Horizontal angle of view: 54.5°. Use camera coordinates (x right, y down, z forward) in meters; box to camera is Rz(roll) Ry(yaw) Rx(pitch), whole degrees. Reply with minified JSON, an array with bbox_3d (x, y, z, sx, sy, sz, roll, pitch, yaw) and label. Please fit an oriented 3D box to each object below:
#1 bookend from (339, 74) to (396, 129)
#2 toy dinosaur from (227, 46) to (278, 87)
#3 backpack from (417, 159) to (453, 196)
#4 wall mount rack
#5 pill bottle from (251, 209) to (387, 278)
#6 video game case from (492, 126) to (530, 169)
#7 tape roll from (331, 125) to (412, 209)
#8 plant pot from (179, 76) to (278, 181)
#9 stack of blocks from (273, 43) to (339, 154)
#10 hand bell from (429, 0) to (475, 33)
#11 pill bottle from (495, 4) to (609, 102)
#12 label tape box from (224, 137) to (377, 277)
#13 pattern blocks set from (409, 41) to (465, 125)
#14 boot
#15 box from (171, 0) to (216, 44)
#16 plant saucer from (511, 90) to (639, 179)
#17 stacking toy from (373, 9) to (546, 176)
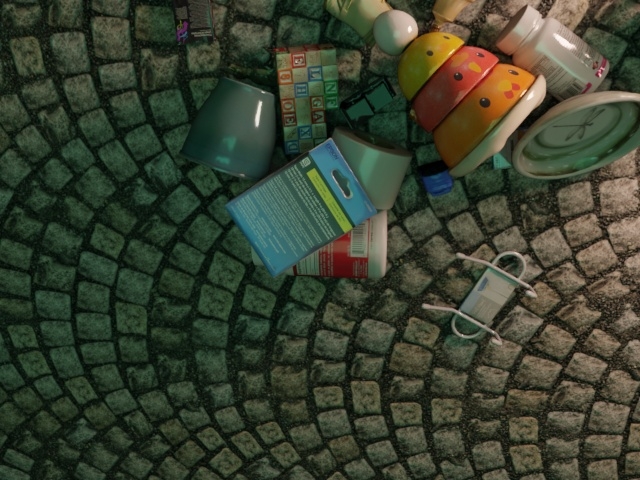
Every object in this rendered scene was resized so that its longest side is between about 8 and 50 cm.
[{"bbox_3d":[0.140,-0.405,1.817,0.156,0.157,0.072,-30,106,15],"label":"bookend"},{"bbox_3d":[-0.138,-0.506,1.864,0.268,0.064,0.118,18,114,-6],"label":"toy dinosaur"},{"bbox_3d":[0.360,-0.187,1.893,0.098,0.120,0.101,-21,106,11],"label":"backpack"},{"bbox_3d":[0.506,0.177,2.002,0.304,0.130,0.350,28,108,-5],"label":"wall mount rack"},{"bbox_3d":[0.000,0.000,1.934,0.408,0.229,0.228,2,109,5],"label":"pill bottle"},{"bbox_3d":[0.608,-0.283,1.893,0.167,0.015,0.119,-6,108,7],"label":"video game case"},{"bbox_3d":[0.130,-0.218,1.838,0.246,0.246,0.169,20,109,-2],"label":"tape roll"},{"bbox_3d":[-0.246,-0.334,1.833,0.272,0.271,0.255,20,100,-2],"label":"plant pot"},{"bbox_3d":[-0.036,-0.415,1.833,0.171,0.087,0.297,-7,119,-5],"label":"stack of blocks"},{"bbox_3d":[0.326,-0.597,1.763,0.126,0.126,0.242,25,115,-4],"label":"hand bell"},{"bbox_3d":[0.640,-0.516,1.732,0.283,0.160,0.160,35,108,-8],"label":"pill bottle"},{"bbox_3d":[-0.054,-0.094,1.749,0.348,0.115,0.249,-32,99,5],"label":"label tape box"},{"bbox_3d":[0.402,-0.426,1.853,0.286,0.026,0.324,-9,105,9],"label":"pattern blocks set"},{"bbox_3d":[0.160,-0.699,1.745,0.203,0.095,0.262,39,110,-8],"label":"boot"},{"bbox_3d":[-0.376,-0.667,1.841,0.116,0.029,0.162,-2,108,7],"label":"box"},{"bbox_3d":[0.728,-0.311,1.744,0.401,0.400,0.100,-15,65,10],"label":"plant saucer"},{"bbox_3d":[0.324,-0.437,1.683,0.480,0.350,0.350,41,108,0],"label":"stacking toy"}]
